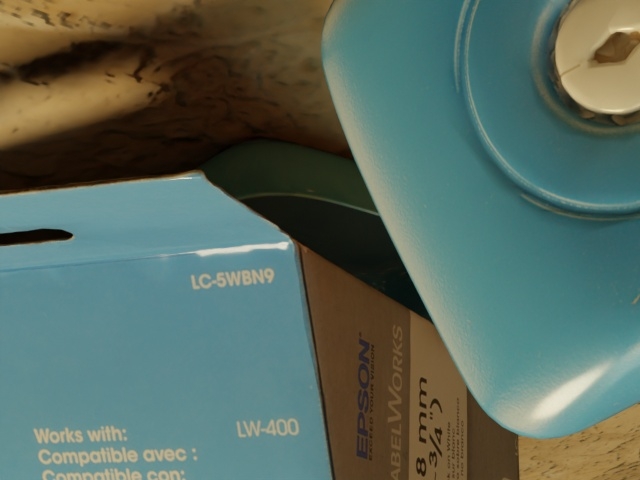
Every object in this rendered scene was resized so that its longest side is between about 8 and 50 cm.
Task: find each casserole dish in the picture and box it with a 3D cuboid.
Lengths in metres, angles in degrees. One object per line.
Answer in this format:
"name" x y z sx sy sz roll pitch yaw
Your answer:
"casserole dish" 0.000 0.000 0.649 0.188 0.037 0.114 14 148 -39

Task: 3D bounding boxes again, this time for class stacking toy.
"stacking toy" 0.151 -0.034 0.507 0.175 0.165 0.302 -32 158 23

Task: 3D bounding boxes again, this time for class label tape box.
"label tape box" -0.076 0.078 0.640 0.241 0.105 0.334 -5 163 25
